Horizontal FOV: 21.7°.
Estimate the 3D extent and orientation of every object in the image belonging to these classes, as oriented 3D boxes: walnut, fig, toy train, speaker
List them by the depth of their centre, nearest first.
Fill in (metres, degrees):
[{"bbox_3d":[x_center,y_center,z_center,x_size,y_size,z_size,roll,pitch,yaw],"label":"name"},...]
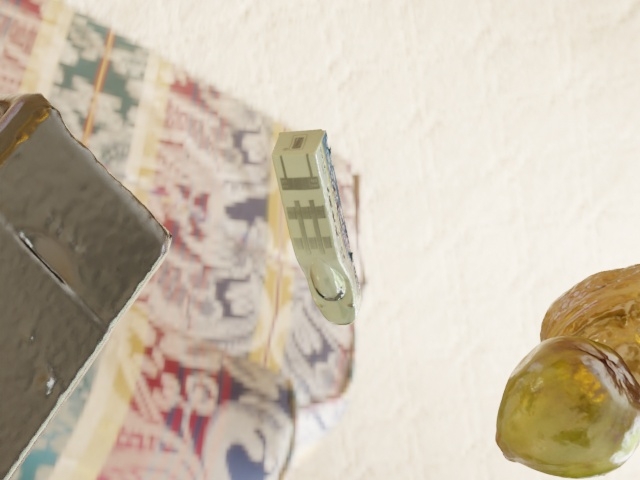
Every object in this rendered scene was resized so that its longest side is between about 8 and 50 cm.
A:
[{"bbox_3d":[-0.281,0.053,1.263,0.184,0.388,0.180,-3,135,48],"label":"speaker"},{"bbox_3d":[0.240,0.157,1.583,0.153,0.136,0.121,-1,139,-24],"label":"fig"},{"bbox_3d":[0.000,0.000,1.670,0.052,0.051,0.234,-1,124,16],"label":"toy train"},{"bbox_3d":[0.314,0.102,1.751,0.184,0.155,0.155,-22,121,-1],"label":"walnut"}]
